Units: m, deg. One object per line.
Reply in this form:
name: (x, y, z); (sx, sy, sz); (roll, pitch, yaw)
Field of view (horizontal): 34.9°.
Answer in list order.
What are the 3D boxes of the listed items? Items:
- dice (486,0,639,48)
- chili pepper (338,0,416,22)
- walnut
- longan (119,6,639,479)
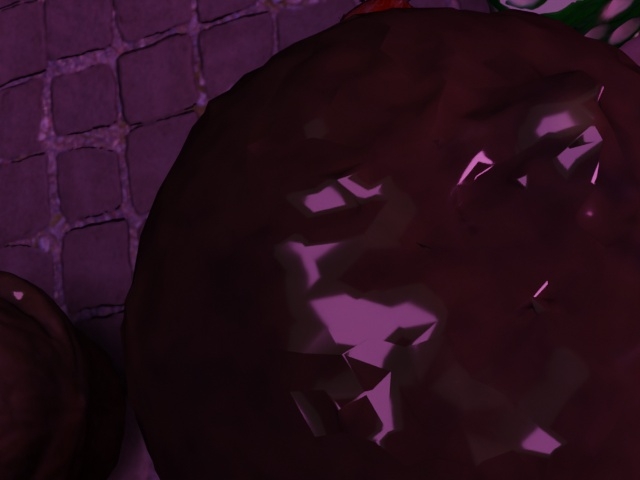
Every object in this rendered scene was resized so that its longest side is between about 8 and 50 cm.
dice: (0.178, -0.204, 0.776); (0.120, 0.131, 0.128); (-32, 69, 11)
chili pepper: (0.044, -0.100, 0.833); (0.084, 0.086, 0.192); (7, 72, -5)
walnut: (-0.284, 0.143, 0.833); (0.248, 0.248, 0.248); (-4, 79, 21)
longan: (0.077, 0.054, 0.613); (0.391, 0.391, 0.391); (-4, 79, 21)
